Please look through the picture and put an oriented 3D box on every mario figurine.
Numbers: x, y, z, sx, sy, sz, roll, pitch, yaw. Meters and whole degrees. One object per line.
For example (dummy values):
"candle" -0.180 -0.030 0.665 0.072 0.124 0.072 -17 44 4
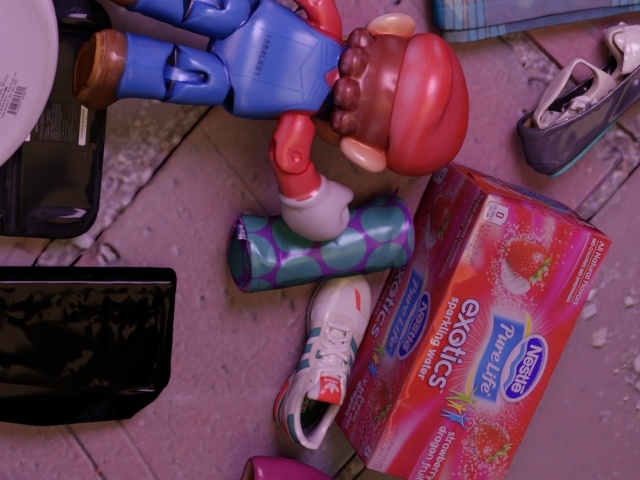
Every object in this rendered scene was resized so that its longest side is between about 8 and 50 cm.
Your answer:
"mario figurine" -0.034 -0.127 1.287 0.320 0.170 0.198 16 124 -20

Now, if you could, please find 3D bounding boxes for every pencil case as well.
"pencil case" 0.000 0.000 1.358 0.151 0.064 0.070 -7 72 -14

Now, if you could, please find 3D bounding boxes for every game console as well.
"game console" -0.216 -0.020 1.307 0.213 0.044 0.361 1 107 -17

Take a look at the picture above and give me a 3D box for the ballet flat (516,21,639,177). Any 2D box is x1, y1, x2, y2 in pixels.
"ballet flat" 0.248 -0.139 1.380 0.203 0.074 0.074 -40 113 2

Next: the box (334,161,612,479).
"box" 0.125 0.077 1.385 0.128 0.122 0.257 19 101 -21

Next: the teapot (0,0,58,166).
"teapot" -0.322 -0.159 1.159 0.256 0.187 0.253 -33 137 -15

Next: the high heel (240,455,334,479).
"high heel" -0.092 0.368 1.418 0.181 0.127 0.377 36 81 -32

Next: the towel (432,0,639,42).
"towel" 0.214 -0.341 1.276 0.271 0.040 0.370 -10 123 -11

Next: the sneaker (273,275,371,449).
"sneaker" 0.010 0.105 1.389 0.057 0.075 0.161 18 102 -20
